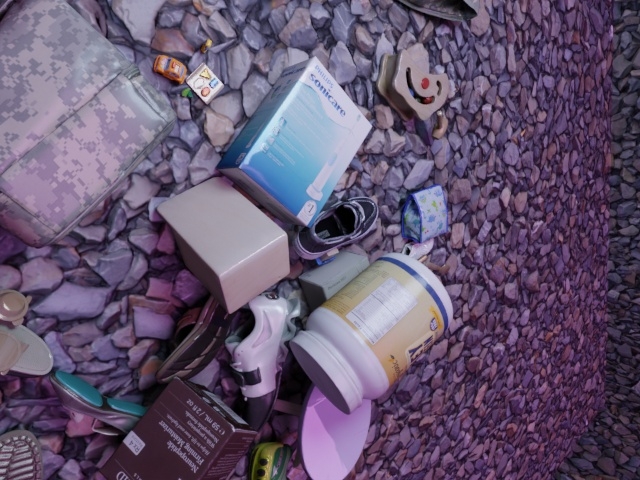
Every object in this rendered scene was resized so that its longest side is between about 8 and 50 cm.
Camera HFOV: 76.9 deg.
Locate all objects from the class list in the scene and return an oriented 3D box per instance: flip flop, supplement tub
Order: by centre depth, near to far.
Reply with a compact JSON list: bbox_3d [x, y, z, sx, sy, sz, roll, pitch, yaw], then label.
[{"bbox_3d":[-0.250,0.172,0.849,0.277,0.080,0.112,-62,154,-16],"label":"flip flop"},{"bbox_3d":[0.112,0.198,0.894,0.316,0.228,0.228,-37,118,-22],"label":"supplement tub"}]

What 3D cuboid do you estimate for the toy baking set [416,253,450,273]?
[{"bbox_3d":[0.292,0.129,1.250,0.256,0.030,0.197,-41,138,-5],"label":"toy baking set"}]

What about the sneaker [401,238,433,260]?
[{"bbox_3d":[0.298,0.026,1.253,0.152,0.053,0.061,-48,120,-19],"label":"sneaker"}]

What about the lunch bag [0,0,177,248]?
[{"bbox_3d":[-0.406,-0.180,0.583,0.305,0.212,0.256,-52,125,-18],"label":"lunch bag"}]

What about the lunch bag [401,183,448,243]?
[{"bbox_3d":[0.315,-0.085,1.218,0.129,0.096,0.151,-22,121,-32],"label":"lunch bag"}]

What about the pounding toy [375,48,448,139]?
[{"bbox_3d":[0.292,-0.413,1.101,0.269,0.155,0.154,32,83,-36],"label":"pounding toy"}]

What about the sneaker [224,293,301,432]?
[{"bbox_3d":[-0.160,0.279,0.931,0.146,0.122,0.331,14,91,-20],"label":"sneaker"}]

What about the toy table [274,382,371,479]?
[{"bbox_3d":[0.009,0.437,1.004,0.252,0.161,0.274,36,61,-14],"label":"toy table"}]

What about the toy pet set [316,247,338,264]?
[{"bbox_3d":[0.000,0.000,1.034,0.122,0.065,0.114,-18,76,-40],"label":"toy pet set"}]

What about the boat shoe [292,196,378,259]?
[{"bbox_3d":[0.063,-0.051,0.993,0.301,0.102,0.108,-26,81,-42],"label":"boat shoe"}]

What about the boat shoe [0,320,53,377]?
[{"bbox_3d":[-0.550,0.165,0.640,0.079,0.084,0.233,-34,133,16],"label":"boat shoe"}]

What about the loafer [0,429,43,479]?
[{"bbox_3d":[-0.540,0.461,0.682,0.102,0.092,0.269,9,77,-42],"label":"loafer"}]

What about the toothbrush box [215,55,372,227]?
[{"bbox_3d":[-0.050,-0.212,0.899,0.216,0.126,0.295,39,76,-34],"label":"toothbrush box"}]

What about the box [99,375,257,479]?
[{"bbox_3d":[-0.264,0.410,0.792,0.203,0.168,0.167,-53,159,-18],"label":"box"}]

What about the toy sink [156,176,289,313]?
[{"bbox_3d":[-0.194,0.004,0.812,0.153,0.234,0.131,-34,147,-28],"label":"toy sink"}]

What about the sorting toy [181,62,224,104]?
[{"bbox_3d":[-0.239,-0.307,0.810,0.083,0.012,0.062,-54,125,-17],"label":"sorting toy"}]

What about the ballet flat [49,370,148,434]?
[{"bbox_3d":[-0.421,0.319,0.755,0.068,0.072,0.213,-53,125,-12],"label":"ballet flat"}]

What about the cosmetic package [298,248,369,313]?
[{"bbox_3d":[0.076,0.200,1.081,0.160,0.113,0.309,-32,117,-27],"label":"cosmetic package"}]

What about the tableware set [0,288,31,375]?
[{"bbox_3d":[-0.523,0.120,0.606,0.168,0.020,0.141,38,34,-42],"label":"tableware set"}]

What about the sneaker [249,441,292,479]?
[{"bbox_3d":[-0.120,0.659,1.019,0.123,0.109,0.296,6,95,-34],"label":"sneaker"}]

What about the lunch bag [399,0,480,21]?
[{"bbox_3d":[0.322,-0.738,1.057,0.287,0.169,0.235,4,96,-33],"label":"lunch bag"}]

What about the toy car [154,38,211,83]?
[{"bbox_3d":[-0.260,-0.356,0.768,0.060,0.040,0.122,39,74,-31],"label":"toy car"}]
